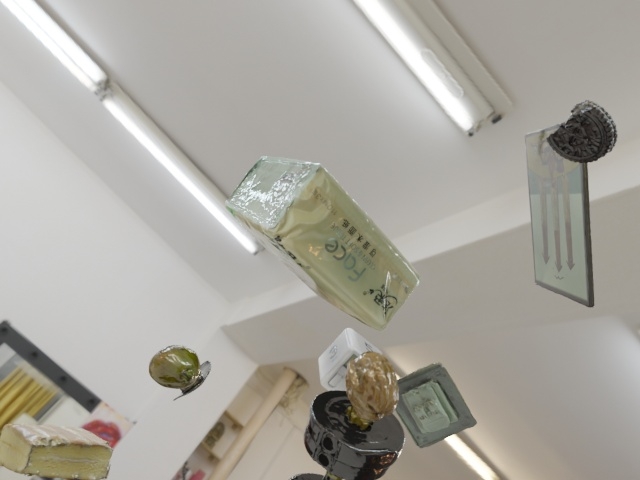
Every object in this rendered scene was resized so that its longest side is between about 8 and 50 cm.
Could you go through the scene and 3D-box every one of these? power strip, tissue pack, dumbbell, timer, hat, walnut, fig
[{"bbox_3d":[0.309,0.476,1.469,0.198,0.064,0.213,-34,-95,18],"label":"power strip"},{"bbox_3d":[0.000,0.000,1.259,0.405,0.205,0.332,43,-11,-29],"label":"tissue pack"},{"bbox_3d":[0.025,0.449,0.979,0.185,0.185,0.387,26,-73,21],"label":"dumbbell"},{"bbox_3d":[0.122,0.480,1.942,0.194,0.192,0.195,39,9,-10],"label":"timer"},{"bbox_3d":[-0.313,0.325,1.223,0.050,0.121,0.121,46,-33,-11],"label":"hat"},{"bbox_3d":[0.073,0.206,0.734,0.083,0.096,0.079,20,-57,-27],"label":"walnut"},{"bbox_3d":[-0.243,0.225,0.895,0.098,0.082,0.084,23,-33,38],"label":"fig"}]

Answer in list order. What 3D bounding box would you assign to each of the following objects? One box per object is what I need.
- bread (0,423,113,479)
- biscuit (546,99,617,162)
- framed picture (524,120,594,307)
[{"bbox_3d":[-0.733,0.582,1.421,0.246,0.110,0.239,-3,-21,41],"label":"bread"},{"bbox_3d":[0.331,-0.137,0.657,0.089,0.027,0.087,24,-34,52],"label":"biscuit"},{"bbox_3d":[0.449,-0.055,0.982,0.013,0.244,0.323,-5,-85,2],"label":"framed picture"}]
